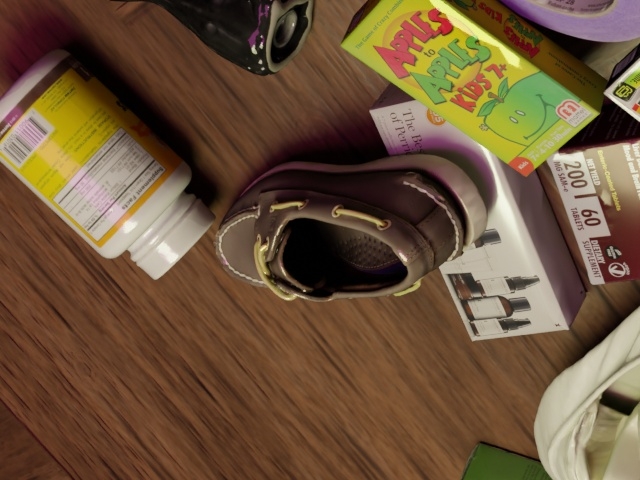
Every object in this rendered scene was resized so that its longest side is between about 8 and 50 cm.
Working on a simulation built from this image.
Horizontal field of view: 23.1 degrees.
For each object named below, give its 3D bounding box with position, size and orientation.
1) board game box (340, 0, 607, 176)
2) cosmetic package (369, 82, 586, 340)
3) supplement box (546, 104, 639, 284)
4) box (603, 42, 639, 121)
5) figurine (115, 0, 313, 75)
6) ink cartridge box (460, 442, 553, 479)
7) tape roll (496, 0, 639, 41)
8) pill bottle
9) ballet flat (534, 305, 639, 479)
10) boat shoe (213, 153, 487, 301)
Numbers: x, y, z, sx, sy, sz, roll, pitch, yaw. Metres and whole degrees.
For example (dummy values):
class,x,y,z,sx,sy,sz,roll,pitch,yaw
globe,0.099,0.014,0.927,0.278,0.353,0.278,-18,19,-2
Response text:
class,x,y,z,sx,sy,sz,roll,pitch,yaw
board game box,0.117,-0.134,1.188,0.181,0.043,0.092,34,136,-13
cosmetic package,0.136,-0.029,1.327,0.099,0.060,0.239,-11,117,32
supplement box,0.311,-0.047,1.215,0.239,0.073,0.130,-9,118,31
box,0.302,-0.136,1.069,0.114,0.036,0.207,37,136,-6
figurine,-0.110,-0.264,1.276,0.209,0.092,0.214,21,129,18
ink cartridge box,0.234,0.281,1.498,0.209,0.062,0.109,16,129,16
tape roll,0.168,-0.226,1.094,0.189,0.080,0.189,28,167,7
pill bottle,-0.201,-0.066,1.439,0.215,0.117,0.117,44,131,-7
ballet flat,0.266,0.146,1.287,0.139,0.139,0.400,31,144,4
boat shoe,0.000,0.000,1.350,0.324,0.097,0.116,-6,120,51
